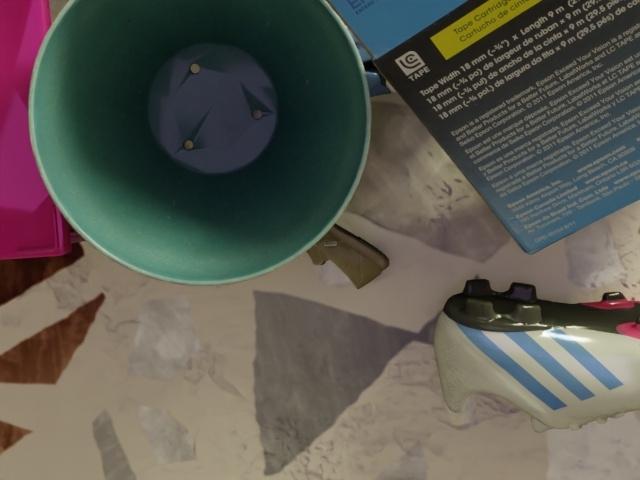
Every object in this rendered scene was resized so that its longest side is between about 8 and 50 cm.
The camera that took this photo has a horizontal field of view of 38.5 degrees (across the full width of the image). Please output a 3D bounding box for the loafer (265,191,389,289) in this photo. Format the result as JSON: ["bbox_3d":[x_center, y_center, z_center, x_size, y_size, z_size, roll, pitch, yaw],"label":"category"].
[{"bbox_3d":[0.000,0.000,0.951,0.148,0.056,0.050,32,91,6],"label":"loafer"}]

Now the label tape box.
[{"bbox_3d":[0.194,-0.169,0.779,0.240,0.106,0.334,-29,124,23],"label":"label tape box"}]

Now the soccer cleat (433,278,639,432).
[{"bbox_3d":[0.276,0.126,0.900,0.331,0.116,0.143,7,110,11],"label":"soccer cleat"}]

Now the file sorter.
[{"bbox_3d":[-0.332,-0.131,0.931,0.202,0.182,0.291,-4,94,8],"label":"file sorter"}]

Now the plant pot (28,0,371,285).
[{"bbox_3d":[-0.106,-0.121,0.872,0.290,0.195,0.290,-1,101,-3],"label":"plant pot"}]

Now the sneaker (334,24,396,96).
[{"bbox_3d":[0.136,-0.272,0.890,0.182,0.127,0.316,14,102,4],"label":"sneaker"}]
